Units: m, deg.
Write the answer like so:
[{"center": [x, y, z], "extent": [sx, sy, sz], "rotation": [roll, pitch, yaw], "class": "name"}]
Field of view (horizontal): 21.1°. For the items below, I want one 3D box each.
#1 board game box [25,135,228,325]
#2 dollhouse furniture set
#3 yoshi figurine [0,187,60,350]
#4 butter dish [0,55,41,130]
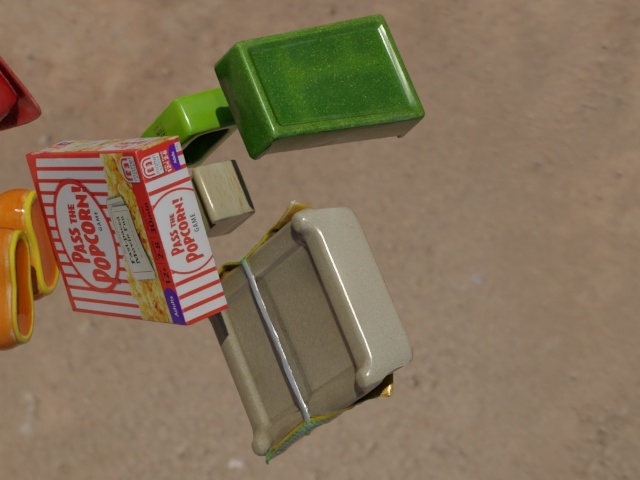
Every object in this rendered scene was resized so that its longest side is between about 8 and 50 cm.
[{"center": [-0.163, -0.010, 1.419], "extent": [0.045, 0.193, 0.147], "rotation": [-24, 104, -33], "class": "board game box"}, {"center": [0.000, 0.000, 1.402], "extent": [0.151, 0.197, 0.301], "rotation": [-13, 74, -36], "class": "dollhouse furniture set"}, {"center": [-0.416, 0.058, 1.479], "extent": [0.362, 0.203, 0.203], "rotation": [-2, 63, 5], "class": "yoshi figurine"}, {"center": [-0.369, -0.132, 1.575], "extent": [0.160, 0.160, 0.118], "rotation": [55, 44, -28], "class": "butter dish"}]
